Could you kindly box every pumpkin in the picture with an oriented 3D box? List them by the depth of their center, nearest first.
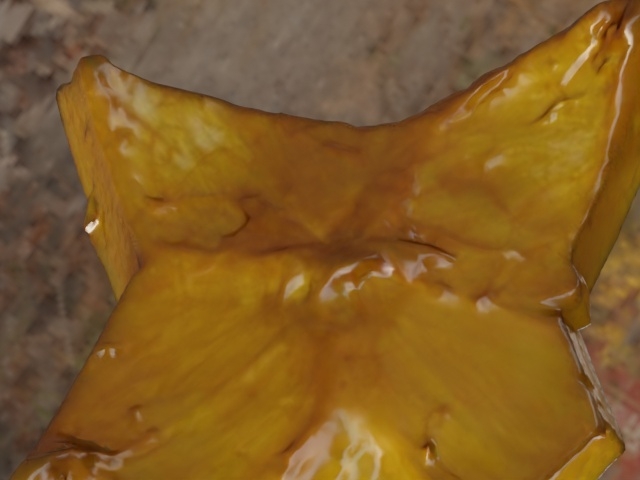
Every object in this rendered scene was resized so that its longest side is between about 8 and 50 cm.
[{"bbox_3d":[0.018,0.017,0.720,0.095,0.290,0.258,76,11,-57],"label":"pumpkin"}]
